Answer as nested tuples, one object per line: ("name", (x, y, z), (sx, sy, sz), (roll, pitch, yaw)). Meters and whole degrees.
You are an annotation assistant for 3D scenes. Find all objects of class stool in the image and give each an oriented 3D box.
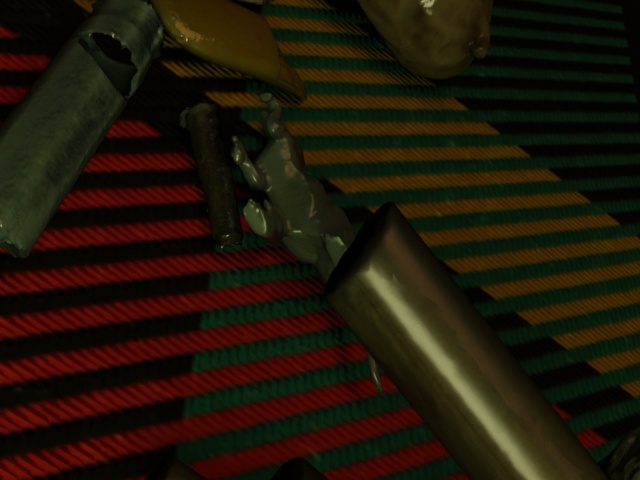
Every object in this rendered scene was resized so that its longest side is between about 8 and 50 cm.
("stool", (0.024, 0.191, 0.745), (0.226, 0.310, 0.310), (34, 31, -8))

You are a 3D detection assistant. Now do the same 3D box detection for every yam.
("yam", (-0.078, -0.042, 1.149), (0.027, 0.033, 0.129), (52, 21, -53))

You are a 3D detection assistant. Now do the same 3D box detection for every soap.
("soap", (-0.070, -0.166, 1.290), (0.168, 0.033, 0.089), (16, 42, -43))

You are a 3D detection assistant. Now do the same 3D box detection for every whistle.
("whistle", (-0.171, -0.075, 1.034), (0.062, 0.062, 0.312), (40, 32, -12))

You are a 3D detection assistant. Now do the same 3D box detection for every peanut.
("peanut", (0.060, -0.288, 1.475), (0.291, 0.159, 0.143), (44, 5, -6))

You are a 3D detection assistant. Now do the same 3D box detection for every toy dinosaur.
("toy dinosaur", (0.000, 0.000, 1.169), (0.242, 0.053, 0.167), (59, 10, 9))

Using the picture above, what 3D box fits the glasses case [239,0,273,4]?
("glasses case", (-0.153, -0.297, 1.288), (0.321, 0.082, 0.122), (28, 33, -27))
